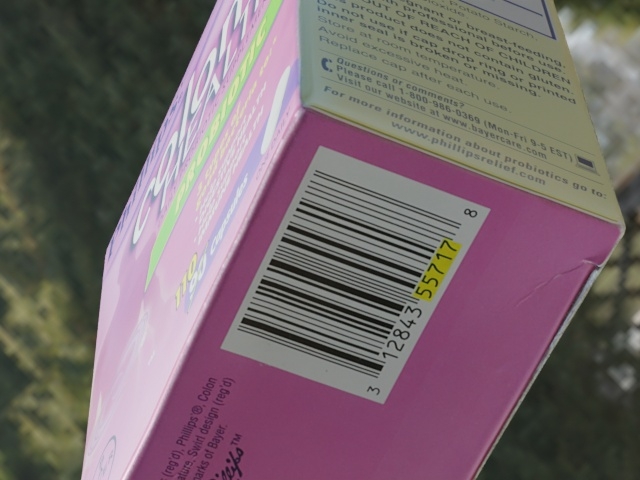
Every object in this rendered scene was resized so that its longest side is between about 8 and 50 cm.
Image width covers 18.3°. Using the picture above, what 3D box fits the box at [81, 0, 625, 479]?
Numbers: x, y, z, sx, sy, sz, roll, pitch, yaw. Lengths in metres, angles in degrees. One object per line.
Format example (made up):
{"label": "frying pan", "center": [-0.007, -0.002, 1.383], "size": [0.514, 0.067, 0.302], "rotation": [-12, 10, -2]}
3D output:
{"label": "box", "center": [0.000, 0.000, 0.766], "size": [0.243, 0.117, 0.213], "rotation": [-92, 25, -59]}
